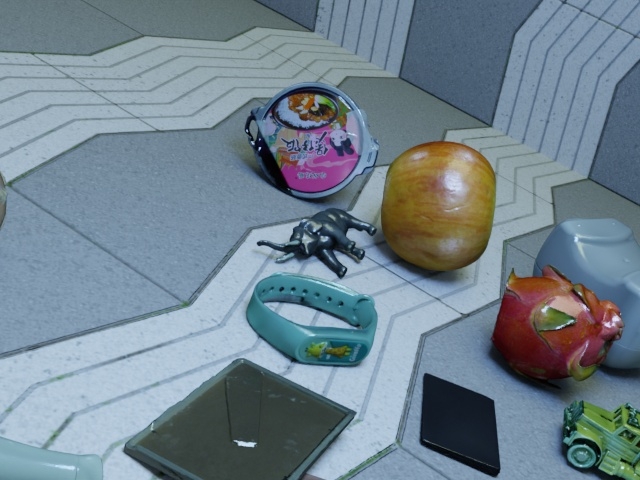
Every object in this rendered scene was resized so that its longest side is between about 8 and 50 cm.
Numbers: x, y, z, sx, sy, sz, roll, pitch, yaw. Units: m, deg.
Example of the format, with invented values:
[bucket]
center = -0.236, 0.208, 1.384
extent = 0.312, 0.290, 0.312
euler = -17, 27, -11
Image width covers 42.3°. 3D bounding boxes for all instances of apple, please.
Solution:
[apple]
center = 0.249, -0.074, 1.759
extent = 0.233, 0.286, 0.286
euler = 6, 25, 7

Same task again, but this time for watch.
[watch]
center = -0.006, 0.131, 1.397
extent = 0.237, 0.068, 0.195
euler = 6, 29, -26

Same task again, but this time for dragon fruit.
[dragon fruit]
center = 0.436, 0.163, 1.547
extent = 0.227, 0.224, 0.224
euler = 23, 25, 10

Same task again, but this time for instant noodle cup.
[instant noodle cup]
center = -0.009, -0.231, 1.908
extent = 0.302, 0.258, 0.181
euler = 27, 11, 4

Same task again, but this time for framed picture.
[framed picture]
center = -0.096, 0.250, 1.099
extent = 0.209, 0.019, 0.281
euler = 22, 24, 21

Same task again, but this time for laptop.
[laptop]
center = 0.225, 0.293, 1.340
extent = 0.135, 0.016, 0.197
euler = 23, 24, 0

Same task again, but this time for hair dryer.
[hair dryer]
center = -0.322, 0.297, 0.826
extent = 0.206, 0.075, 0.237
euler = 19, 33, -26

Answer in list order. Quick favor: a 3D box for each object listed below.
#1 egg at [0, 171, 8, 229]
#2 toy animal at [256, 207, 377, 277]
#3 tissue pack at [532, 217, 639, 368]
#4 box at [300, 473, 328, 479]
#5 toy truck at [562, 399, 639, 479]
[egg]
center = -0.556, -0.065, 1.145
extent = 0.245, 0.203, 0.203
euler = 19, 25, 5
[toy animal]
center = 0.006, 0.005, 1.627
extent = 0.137, 0.082, 0.269
euler = 32, 30, 23
[tissue pack]
center = 0.615, 0.121, 1.767
extent = 0.229, 0.236, 0.333
euler = -2, 35, -27
[box]
center = -0.037, 0.316, 1.057
extent = 0.115, 0.025, 0.048
euler = 20, 24, -8
[toy truck]
center = 0.537, 0.342, 1.376
extent = 0.259, 0.135, 0.128
euler = 24, 25, 7
